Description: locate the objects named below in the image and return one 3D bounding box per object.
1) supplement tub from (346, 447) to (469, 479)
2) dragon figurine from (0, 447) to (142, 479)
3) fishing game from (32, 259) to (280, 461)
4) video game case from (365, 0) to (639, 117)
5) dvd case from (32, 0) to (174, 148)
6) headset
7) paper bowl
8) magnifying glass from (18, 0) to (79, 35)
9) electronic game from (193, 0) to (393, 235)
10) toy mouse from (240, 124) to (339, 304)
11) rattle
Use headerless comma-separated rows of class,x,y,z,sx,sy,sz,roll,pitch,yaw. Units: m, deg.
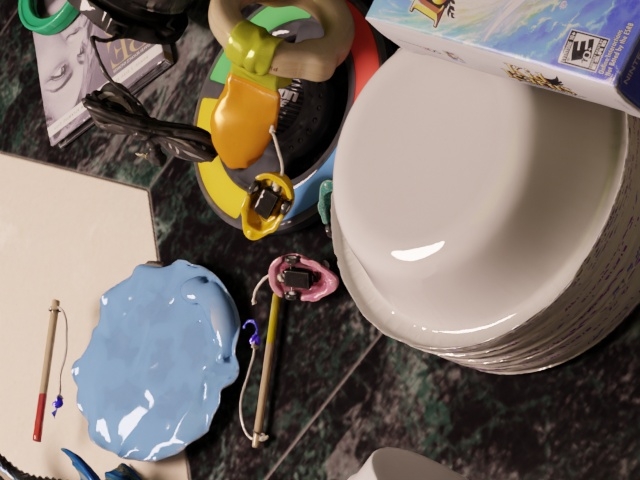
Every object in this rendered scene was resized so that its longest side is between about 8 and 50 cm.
supplement tub,0.025,0.332,1.387,0.325,0.235,0.235,-55,46,12
dragon figurine,-0.200,0.236,1.736,0.144,0.085,0.289,-51,48,16
fishing game,-0.143,0.107,1.768,0.264,0.041,0.189,-7,70,32
video game case,0.185,-0.239,1.393,0.244,0.061,0.269,22,84,46
dvd case,-0.226,-0.222,1.983,0.164,0.018,0.221,-33,54,29
headset,-0.128,-0.253,1.800,0.243,0.185,0.394,-48,22,54
paper bowl,0.123,-0.050,1.507,0.284,0.148,0.284,-18,63,39
magnifying glass,-0.234,-0.311,1.998,0.092,0.026,0.231,39,103,45
electronic game,-0.027,-0.115,1.737,0.229,0.048,0.229,-18,62,38
toy mouse,0.000,0.000,1.660,0.143,0.031,0.161,27,115,12
rattle,-0.035,-0.180,1.723,0.130,0.142,0.199,-5,42,1
